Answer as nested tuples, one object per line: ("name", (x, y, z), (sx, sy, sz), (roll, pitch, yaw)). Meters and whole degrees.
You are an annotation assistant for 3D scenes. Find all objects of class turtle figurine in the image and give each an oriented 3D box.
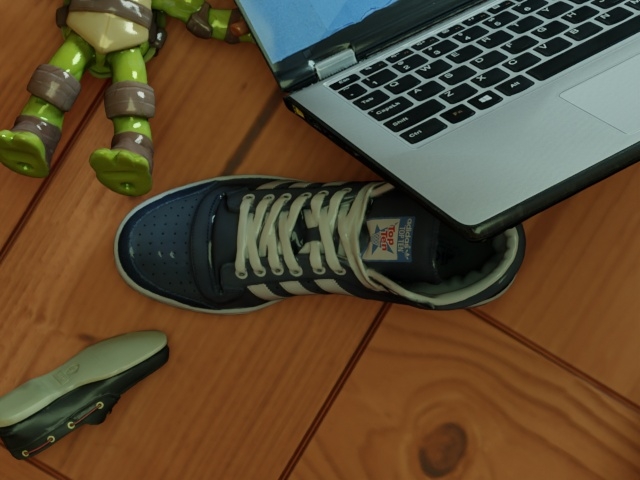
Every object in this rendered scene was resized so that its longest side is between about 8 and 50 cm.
("turtle figurine", (-0.158, -0.146, 1.134), (0.269, 0.087, 0.217), (17, 67, -11))

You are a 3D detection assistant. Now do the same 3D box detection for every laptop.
("laptop", (0.133, -0.243, 1.060), (0.382, 0.408, 0.236), (-27, 121, -13))

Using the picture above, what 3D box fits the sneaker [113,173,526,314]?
("sneaker", (0.000, 0.000, 1.101), (0.282, 0.153, 0.099), (2, 86, -2))

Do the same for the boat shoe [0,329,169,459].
("boat shoe", (-0.162, 0.104, 1.146), (0.133, 0.049, 0.042), (-29, 116, -10))
